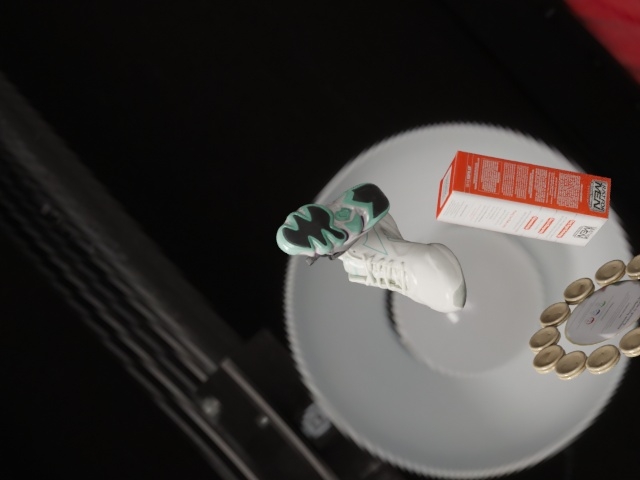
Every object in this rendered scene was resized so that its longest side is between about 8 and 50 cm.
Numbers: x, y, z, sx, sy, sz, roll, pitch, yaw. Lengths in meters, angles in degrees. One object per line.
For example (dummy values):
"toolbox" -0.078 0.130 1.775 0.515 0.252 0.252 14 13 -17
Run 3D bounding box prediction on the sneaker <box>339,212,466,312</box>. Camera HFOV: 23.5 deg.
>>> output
"sneaker" 0.054 0.021 1.188 0.061 0.053 0.152 -16 -151 -30

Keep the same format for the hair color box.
"hair color box" 0.180 -0.036 1.375 0.141 0.072 0.043 11 -112 -5

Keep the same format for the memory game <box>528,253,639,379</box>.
"memory game" 0.298 0.077 1.591 0.012 0.186 0.186 53 -141 -22

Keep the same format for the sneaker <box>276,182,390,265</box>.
"sneaker" 0.000 0.000 1.085 0.098 0.069 0.038 -21 -108 -37
